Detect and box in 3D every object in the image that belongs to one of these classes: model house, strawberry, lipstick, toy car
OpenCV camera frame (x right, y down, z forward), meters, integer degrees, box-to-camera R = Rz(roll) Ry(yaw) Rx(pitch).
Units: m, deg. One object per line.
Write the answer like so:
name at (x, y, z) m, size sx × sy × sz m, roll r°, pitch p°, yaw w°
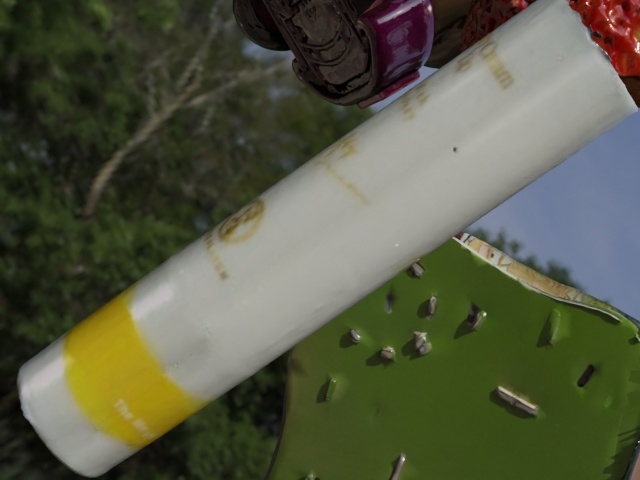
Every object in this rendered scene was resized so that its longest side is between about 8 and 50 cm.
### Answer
model house at (0.090, 0.133, 0.893) m, size 0.207 × 0.154 × 0.293 m, roll 28°, pitch -69°, yaw 26°
strawberry at (0.139, -0.108, 0.787) m, size 0.145 × 0.145 × 0.086 m, roll -162°, pitch -106°, yaw -68°
lipstick at (0.000, 0.000, 0.603) m, size 0.059 × 0.264 × 0.059 m, roll 53°, pitch 11°, yaw -15°
toy car at (0.033, -0.287, 1.216) m, size 0.340 × 0.240 × 0.271 m, roll 59°, pitch -17°, yaw -7°
